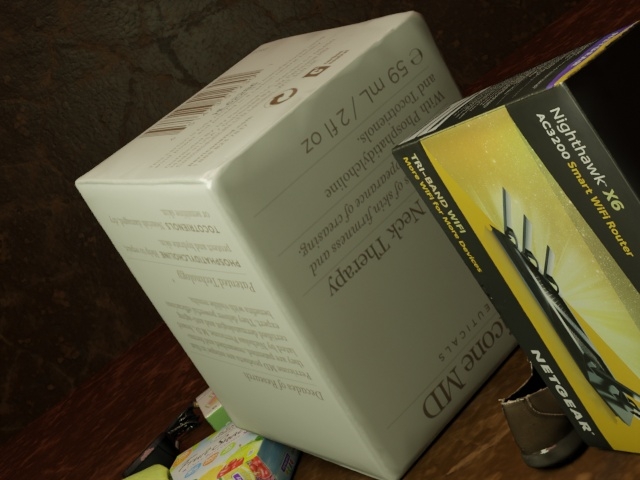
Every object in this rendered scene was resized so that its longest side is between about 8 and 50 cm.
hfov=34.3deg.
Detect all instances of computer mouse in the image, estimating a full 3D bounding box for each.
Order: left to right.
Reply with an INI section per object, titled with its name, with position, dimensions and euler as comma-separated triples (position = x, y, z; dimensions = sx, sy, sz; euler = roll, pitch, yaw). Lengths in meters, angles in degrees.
[computer mouse]
position = -0.247, 0.343, 1.733
dimensions = 0.184, 0.060, 0.262
euler = -45, -1, -15

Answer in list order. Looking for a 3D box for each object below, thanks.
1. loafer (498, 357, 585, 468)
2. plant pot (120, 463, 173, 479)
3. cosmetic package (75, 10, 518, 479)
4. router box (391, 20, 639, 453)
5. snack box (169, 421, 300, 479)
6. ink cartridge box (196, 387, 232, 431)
[loafer]
position = 0.237, 0.108, 0.945
dimensions = 0.080, 0.078, 0.220
euler = -27, 15, 50
[plant pot]
position = -0.218, 0.359, 1.007
dimensions = 0.253, 0.276, 0.276
euler = -30, 5, -24
[cosmetic package]
position = 0.000, 0.000, 1.205
dimensions = 0.329, 0.394, 0.327
euler = -43, 25, -27
[router box]
position = 0.212, 0.019, 0.756
dimensions = 0.081, 0.309, 0.243
euler = -38, 8, -21
[snack box]
position = -0.123, 0.308, 1.375
dimensions = 0.207, 0.070, 0.174
euler = -33, 11, 21
[ink cartridge box]
position = -0.130, 0.261, 1.656
dimensions = 0.109, 0.062, 0.209
euler = -39, 10, -8
